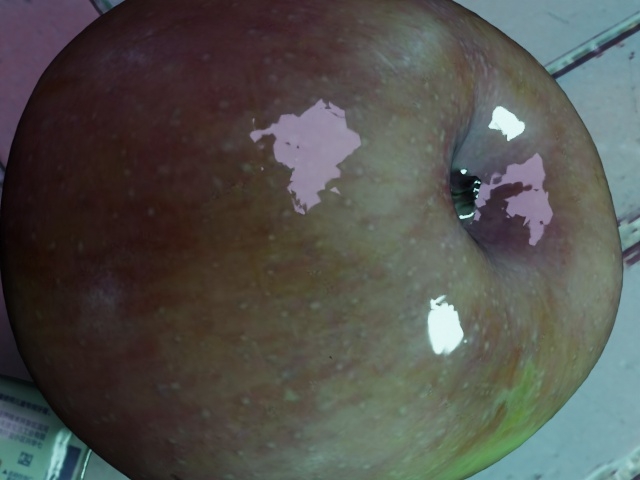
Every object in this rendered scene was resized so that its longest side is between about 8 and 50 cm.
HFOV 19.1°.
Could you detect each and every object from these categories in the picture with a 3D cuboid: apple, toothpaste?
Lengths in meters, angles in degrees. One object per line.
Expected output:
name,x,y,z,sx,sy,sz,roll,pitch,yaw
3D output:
apple,0.000,0.000,0.932,0.306,0.235,0.305,13,72,-44
toothpaste,-0.246,0.073,0.973,0.268,0.047,0.069,20,61,-3
